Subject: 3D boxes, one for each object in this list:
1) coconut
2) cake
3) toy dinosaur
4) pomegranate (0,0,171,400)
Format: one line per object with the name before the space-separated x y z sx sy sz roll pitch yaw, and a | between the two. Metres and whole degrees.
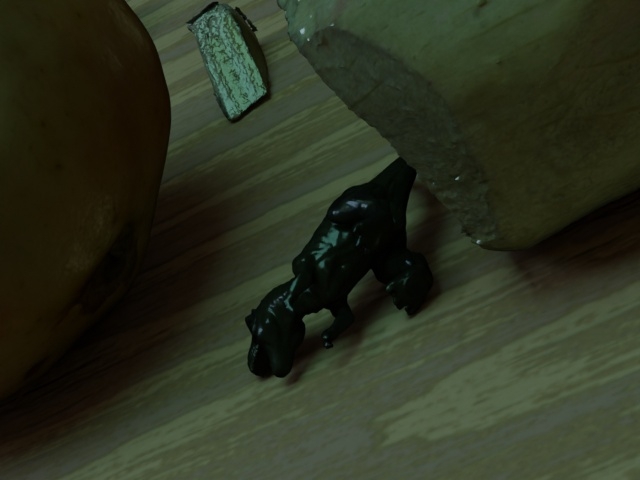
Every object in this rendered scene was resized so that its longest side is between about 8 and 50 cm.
coconut | 0.135 -0.157 1.204 0.254 0.297 0.297 -40 27 14
cake | -0.072 -0.152 1.669 0.052 0.065 0.121 -30 52 9
toy dinosaur | 0.000 0.000 1.310 0.187 0.087 0.179 -36 30 -5
pomegranate | -0.322 -0.061 1.434 0.411 0.411 0.411 -26 30 16
